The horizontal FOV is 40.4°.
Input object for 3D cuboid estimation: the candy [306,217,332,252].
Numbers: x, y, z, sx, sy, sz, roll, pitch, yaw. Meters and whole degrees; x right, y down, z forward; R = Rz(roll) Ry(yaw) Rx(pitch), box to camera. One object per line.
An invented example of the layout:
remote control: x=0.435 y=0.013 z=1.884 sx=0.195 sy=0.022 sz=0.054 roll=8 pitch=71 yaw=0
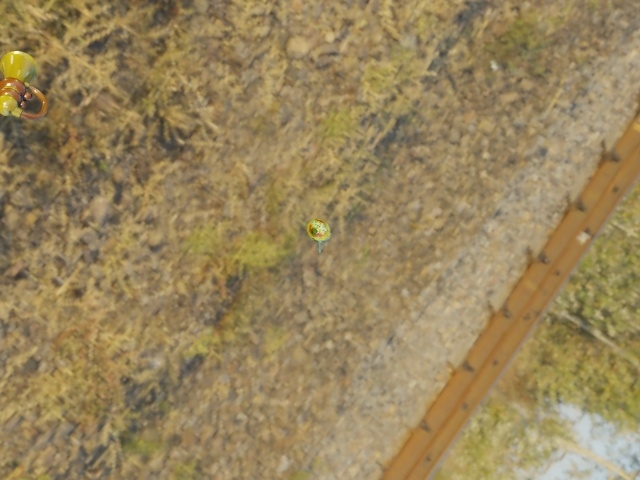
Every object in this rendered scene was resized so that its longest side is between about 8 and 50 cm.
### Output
candy: x=0.000 y=0.000 z=0.867 sx=0.083 sy=0.025 sz=0.023 roll=83 pitch=11 yaw=-70

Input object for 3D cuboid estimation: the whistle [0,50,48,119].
whistle: x=-0.369 y=-0.179 z=1.065 sx=0.046 sy=0.109 sz=0.057 roll=-25 pitch=135 yaw=13
